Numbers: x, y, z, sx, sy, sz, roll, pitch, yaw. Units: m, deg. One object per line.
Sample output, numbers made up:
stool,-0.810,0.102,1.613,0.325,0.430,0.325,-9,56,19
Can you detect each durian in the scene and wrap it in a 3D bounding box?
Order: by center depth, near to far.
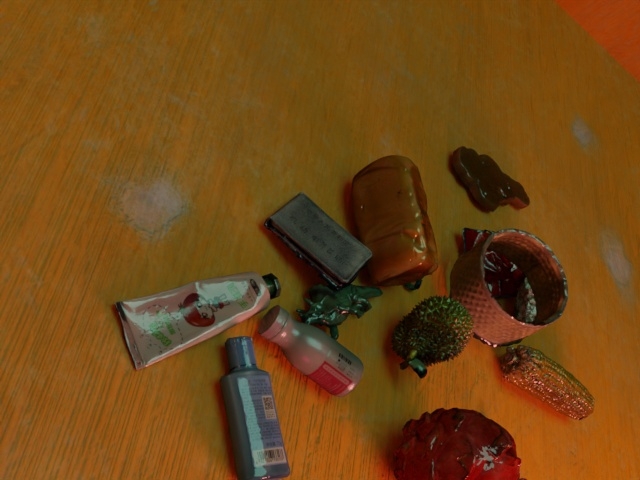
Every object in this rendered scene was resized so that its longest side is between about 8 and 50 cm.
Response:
durian,0.243,0.203,1.784,0.146,0.198,0.159,61,-2,6

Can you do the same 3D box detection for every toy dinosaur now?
toy dinosaur,0.063,0.139,1.699,0.292,0.079,0.120,-4,46,-43

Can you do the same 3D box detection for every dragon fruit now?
dragon fruit,0.270,0.443,1.604,0.252,0.241,0.241,9,58,-20

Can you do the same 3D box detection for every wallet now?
wallet,0.001,-0.002,1.723,0.222,0.036,0.167,43,35,4

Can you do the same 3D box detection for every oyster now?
oyster,0.560,0.171,2.152,0.125,0.064,0.177,25,78,-35

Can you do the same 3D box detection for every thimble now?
thimble,0.467,0.118,2.004,0.270,0.150,0.271,10,63,-20

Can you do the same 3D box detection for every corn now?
corn,0.580,0.360,2.045,0.317,0.115,0.115,32,47,-28

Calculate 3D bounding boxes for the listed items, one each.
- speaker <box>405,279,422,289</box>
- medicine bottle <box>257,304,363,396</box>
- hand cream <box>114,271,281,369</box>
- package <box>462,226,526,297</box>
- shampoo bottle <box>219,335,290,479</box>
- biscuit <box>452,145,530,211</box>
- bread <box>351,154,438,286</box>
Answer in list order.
speaker,0.212,0.068,1.922,0.075,0.060,0.094,-4,104,-45
medicine bottle,-0.020,0.213,1.571,0.216,0.090,0.090,39,44,-19
hand cream,-0.213,0.126,1.470,0.336,0.076,0.121,-17,77,-41
package,0.488,0.069,2.167,0.269,0.071,0.194,12,58,-39
shampoo bottle,-0.124,0.298,1.440,0.103,0.061,0.258,6,62,-41
biscuit,0.495,-0.163,2.337,0.319,0.047,0.183,12,60,-39
bread,0.164,-0.042,1.856,0.132,0.166,0.294,41,36,-53
